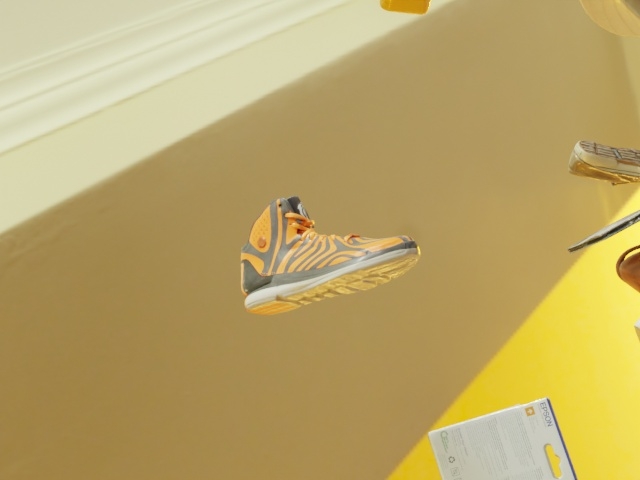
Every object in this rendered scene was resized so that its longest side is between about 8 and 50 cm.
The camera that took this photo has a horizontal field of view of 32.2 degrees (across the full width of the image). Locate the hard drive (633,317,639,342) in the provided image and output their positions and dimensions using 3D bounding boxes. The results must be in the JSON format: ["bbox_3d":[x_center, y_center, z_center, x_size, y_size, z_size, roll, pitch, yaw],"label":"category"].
[{"bbox_3d":[0.592,0.029,1.608,0.353,0.047,0.233,-50,-29,-2],"label":"hard drive"}]

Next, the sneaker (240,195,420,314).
[{"bbox_3d":[0.000,0.000,1.827,0.124,0.321,0.180,28,-130,-63],"label":"sneaker"}]

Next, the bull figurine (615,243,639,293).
[{"bbox_3d":[0.763,0.104,2.280,0.310,0.188,0.101,37,-154,9],"label":"bull figurine"}]

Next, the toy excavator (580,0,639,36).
[{"bbox_3d":[0.597,-0.371,1.380,0.445,0.433,0.222,26,-122,5],"label":"toy excavator"}]

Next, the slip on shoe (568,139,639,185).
[{"bbox_3d":[0.374,-0.088,1.379,0.135,0.041,0.051,10,-147,-14],"label":"slip on shoe"}]

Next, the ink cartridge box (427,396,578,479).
[{"bbox_3d":[0.323,0.407,1.915,0.045,0.224,0.223,67,-173,-72],"label":"ink cartridge box"}]

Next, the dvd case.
[{"bbox_3d":[0.592,-0.030,2.197,0.164,0.221,0.018,-27,-94,-7],"label":"dvd case"}]

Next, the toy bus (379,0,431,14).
[{"bbox_3d":[0.189,-0.620,2.168,0.130,0.108,0.333,-87,5,-45],"label":"toy bus"}]
